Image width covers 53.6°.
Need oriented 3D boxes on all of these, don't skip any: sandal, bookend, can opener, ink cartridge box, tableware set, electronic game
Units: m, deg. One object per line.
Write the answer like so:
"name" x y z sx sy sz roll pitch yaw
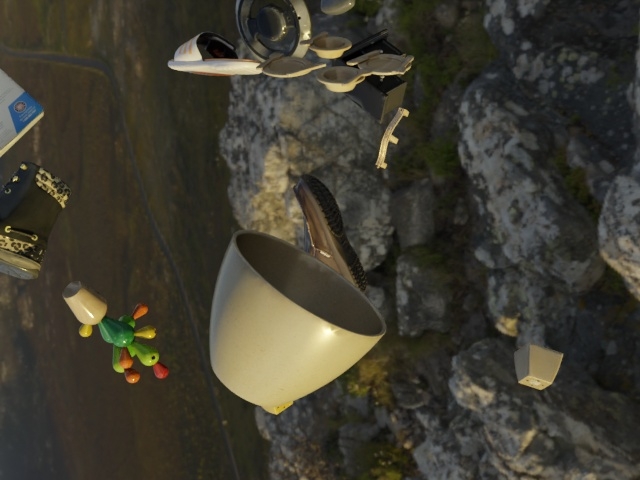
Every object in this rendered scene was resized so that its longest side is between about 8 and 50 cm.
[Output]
"sandal" -0.195 -0.359 1.215 0.265 0.101 0.076 15 104 46
"bookend" 0.129 -0.342 1.309 0.157 0.156 0.072 45 151 23
"can opener" 0.132 -0.618 1.592 0.283 0.076 0.095 6 86 29
"ink cartridge box" -0.657 -0.280 1.188 0.231 0.134 0.078 45 164 -18
"tableware set" 0.018 -0.213 0.754 0.168 0.141 0.020 24 132 30
"electronic game" -0.118 -0.543 1.580 0.229 0.048 0.229 20 131 24

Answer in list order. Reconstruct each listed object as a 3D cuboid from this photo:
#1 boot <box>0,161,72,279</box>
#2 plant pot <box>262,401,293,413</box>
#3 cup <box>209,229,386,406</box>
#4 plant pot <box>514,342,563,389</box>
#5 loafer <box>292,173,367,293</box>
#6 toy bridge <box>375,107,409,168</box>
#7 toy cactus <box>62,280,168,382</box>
"boot" -0.544 -0.060 1.043 0.085 0.236 0.179 -18 47 49
"plant pot" -0.107 0.349 1.461 0.083 0.081 0.082 43 153 36
"cup" -0.076 0.169 1.194 0.237 0.331 0.331 -58 43 12
"plant pot" 0.636 0.377 1.870 0.109 0.108 0.096 108 -179 -62
"loafer" 0.000 0.000 1.725 0.130 0.134 0.366 -21 94 23
"toy bridge" 0.206 -0.302 1.871 0.026 0.063 0.188 25 96 25
"toy cactus" -0.334 0.127 1.013 0.219 0.112 0.181 34 159 43
